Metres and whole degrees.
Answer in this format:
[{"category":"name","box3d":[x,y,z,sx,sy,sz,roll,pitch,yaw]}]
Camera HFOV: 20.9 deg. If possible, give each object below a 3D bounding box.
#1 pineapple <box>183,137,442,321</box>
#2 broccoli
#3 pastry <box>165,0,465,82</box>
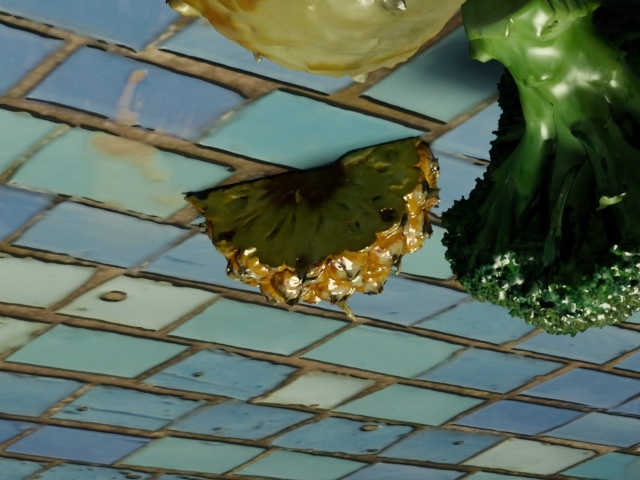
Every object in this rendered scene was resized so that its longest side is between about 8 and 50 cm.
[{"category":"pineapple","box3d":[0.000,0.000,1.505,0.233,0.135,0.079,-15,154,14]},{"category":"broccoli","box3d":[0.201,-0.073,1.284,0.297,0.298,0.297,-25,126,29]},{"category":"pastry","box3d":[0.007,-0.201,1.036,0.236,0.170,0.256,4,150,-28]}]
